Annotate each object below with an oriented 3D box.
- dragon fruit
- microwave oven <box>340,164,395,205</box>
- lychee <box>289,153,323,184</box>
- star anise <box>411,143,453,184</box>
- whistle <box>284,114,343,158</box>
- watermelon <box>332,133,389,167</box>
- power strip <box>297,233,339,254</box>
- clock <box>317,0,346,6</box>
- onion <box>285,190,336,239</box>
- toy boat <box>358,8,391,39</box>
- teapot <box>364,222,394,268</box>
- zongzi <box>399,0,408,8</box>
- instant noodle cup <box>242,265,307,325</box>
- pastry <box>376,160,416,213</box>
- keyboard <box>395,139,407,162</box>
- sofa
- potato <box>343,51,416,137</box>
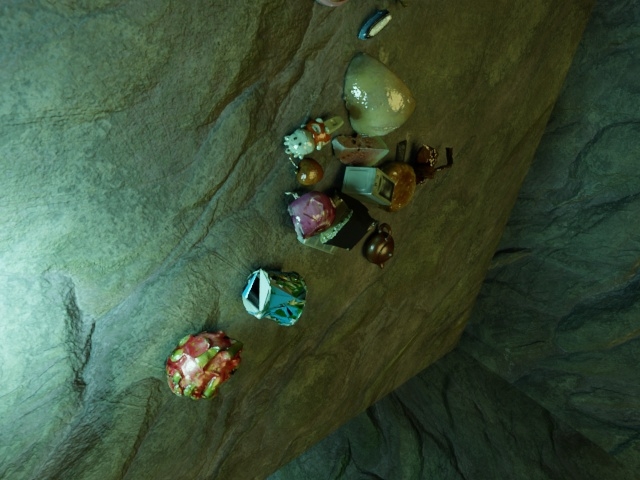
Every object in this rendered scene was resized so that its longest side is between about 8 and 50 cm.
[{"bbox_3d":[-0.438,0.469,1.653,0.302,0.231,0.237,-31,126,-43],"label":"dragon fruit"},{"bbox_3d":[0.207,-0.237,1.835,0.205,0.163,0.129,17,85,-58],"label":"microwave oven"},{"bbox_3d":[-0.055,-0.267,1.630,0.101,0.140,0.114,101,4,-85],"label":"lychee"},{"bbox_3d":[0.547,-0.387,2.133,0.346,0.148,0.237,-33,139,-36],"label":"star anise"},{"bbox_3d":[-0.021,-0.380,1.566,0.253,0.105,0.102,-34,114,-18],"label":"whistle"},{"bbox_3d":[0.144,-0.370,1.780,0.241,0.094,0.154,1,145,-42],"label":"watermelon"},{"bbox_3d":[0.000,-0.001,1.914,0.272,0.052,0.078,21,101,-52],"label":"power strip"},{"bbox_3d":[0.044,-0.856,1.328,0.244,0.056,0.244,-26,131,-34],"label":"clock"},{"bbox_3d":[-0.026,-0.104,1.693,0.200,0.200,0.207,-34,141,-25],"label":"onion"},{"bbox_3d":[0.193,-0.770,1.546,0.137,0.061,0.060,-46,134,1],"label":"toy boat"},{"bbox_3d":[0.323,0.029,2.218,0.178,0.135,0.252,-22,133,-41],"label":"teapot"},{"bbox_3d":[0.218,-0.838,1.285,0.467,0.218,0.500,71,34,-46],"label":"zongzi"},{"bbox_3d":[-0.194,0.220,1.748,0.178,0.240,0.240,18,103,-43],"label":"instant noodle cup"},{"bbox_3d":[0.342,-0.257,2.036,0.236,0.120,0.257,-53,134,-9],"label":"pastry"},{"bbox_3d":[0.382,-0.379,2.078,0.067,0.011,0.202,-26,133,-31],"label":"keyboard"},{"bbox_3d":[0.089,-0.093,1.885,0.200,0.182,0.258,-49,148,19],"label":"sofa"},{"bbox_3d":[0.207,-0.533,1.630,0.211,0.189,0.264,-52,142,-4],"label":"potato"}]
